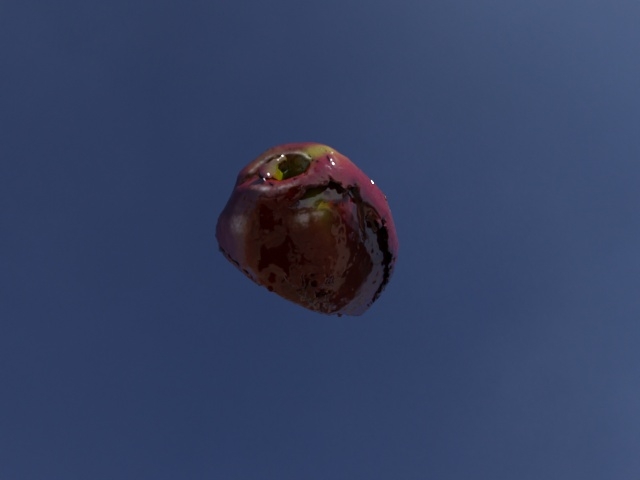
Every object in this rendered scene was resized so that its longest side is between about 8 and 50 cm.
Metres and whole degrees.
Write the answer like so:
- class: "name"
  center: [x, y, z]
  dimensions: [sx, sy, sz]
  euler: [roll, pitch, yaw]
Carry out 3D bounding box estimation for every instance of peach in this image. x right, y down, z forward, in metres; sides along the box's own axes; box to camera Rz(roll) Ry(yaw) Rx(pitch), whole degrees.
- class: "peach"
  center: [0.002, 0.003, 0.646]
  dimensions: [0.127, 0.092, 0.172]
  euler: [-44, -55, -9]
